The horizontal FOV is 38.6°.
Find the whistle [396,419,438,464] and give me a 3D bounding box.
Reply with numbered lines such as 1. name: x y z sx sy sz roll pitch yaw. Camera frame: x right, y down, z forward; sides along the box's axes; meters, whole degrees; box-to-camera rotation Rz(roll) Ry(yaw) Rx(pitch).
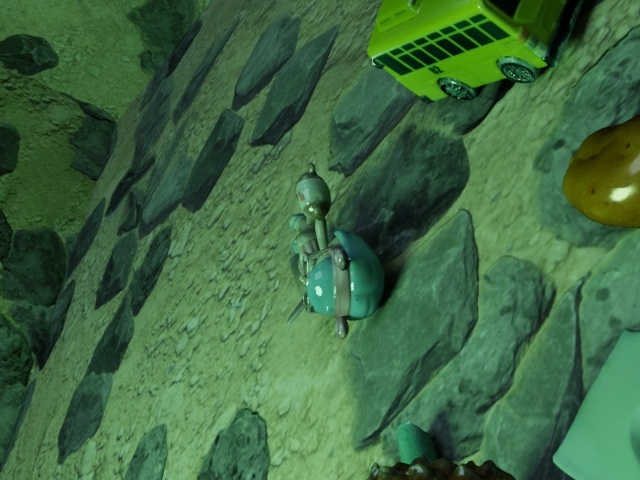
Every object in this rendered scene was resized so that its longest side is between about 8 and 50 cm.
1. whistle: 0.099 0.245 0.838 0.039 0.039 0.186 -49 27 28

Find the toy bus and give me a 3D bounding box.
1. toy bus: 0.174 -0.262 1.090 0.262 0.150 0.128 -4 59 63

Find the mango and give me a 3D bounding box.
1. mango: 0.264 -0.053 0.770 0.105 0.084 0.159 -48 5 -7

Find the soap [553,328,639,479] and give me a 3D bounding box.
1. soap: 0.265 0.136 0.429 0.109 0.192 0.324 -62 23 -2

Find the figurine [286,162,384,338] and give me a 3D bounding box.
1. figurine: 0.012 0.006 1.170 0.260 0.102 0.205 -129 43 -69

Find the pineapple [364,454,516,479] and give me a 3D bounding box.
1. pineapple: 0.074 0.242 0.694 0.193 0.166 0.166 -3 54 20
